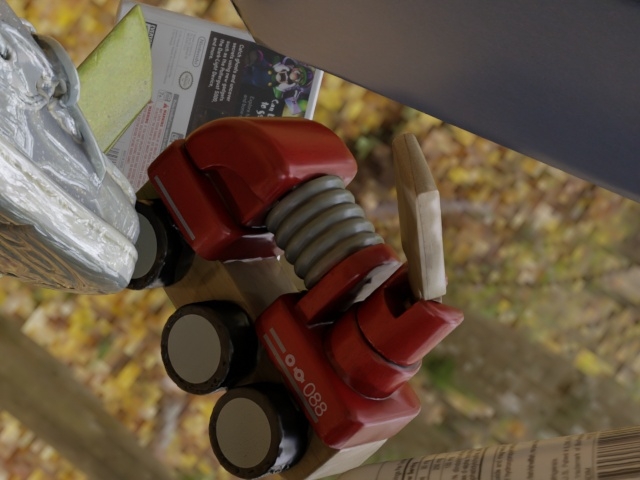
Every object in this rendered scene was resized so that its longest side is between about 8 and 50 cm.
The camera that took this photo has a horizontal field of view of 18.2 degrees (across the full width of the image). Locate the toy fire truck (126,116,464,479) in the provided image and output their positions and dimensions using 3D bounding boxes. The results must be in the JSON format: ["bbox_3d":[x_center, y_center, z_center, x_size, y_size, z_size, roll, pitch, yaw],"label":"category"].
[{"bbox_3d":[0.000,0.000,1.192,0.246,0.217,0.158,-43,158,30],"label":"toy fire truck"}]

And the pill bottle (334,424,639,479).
[{"bbox_3d":[0.090,0.196,1.110,0.160,0.283,0.160,-10,90,-76],"label":"pill bottle"}]

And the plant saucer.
[{"bbox_3d":[-0.177,-0.035,1.227,0.188,0.045,0.188,-53,-173,-32],"label":"plant saucer"}]

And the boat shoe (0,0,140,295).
[{"bbox_3d":[-0.172,-0.098,0.724,0.118,0.320,0.103,-3,-132,56],"label":"boat shoe"}]

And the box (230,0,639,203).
[{"bbox_3d":[0.150,-0.157,0.559,0.294,0.296,0.183,-62,162,-11],"label":"box"}]

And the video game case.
[{"bbox_3d":[-0.099,-0.081,1.594,0.022,0.173,0.190,145,-41,-79],"label":"video game case"}]
